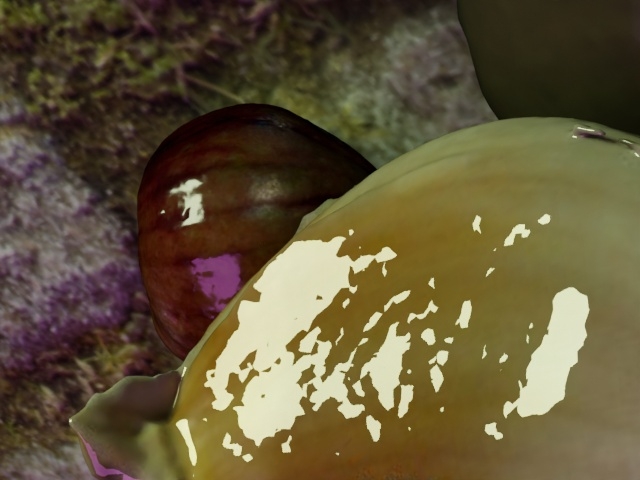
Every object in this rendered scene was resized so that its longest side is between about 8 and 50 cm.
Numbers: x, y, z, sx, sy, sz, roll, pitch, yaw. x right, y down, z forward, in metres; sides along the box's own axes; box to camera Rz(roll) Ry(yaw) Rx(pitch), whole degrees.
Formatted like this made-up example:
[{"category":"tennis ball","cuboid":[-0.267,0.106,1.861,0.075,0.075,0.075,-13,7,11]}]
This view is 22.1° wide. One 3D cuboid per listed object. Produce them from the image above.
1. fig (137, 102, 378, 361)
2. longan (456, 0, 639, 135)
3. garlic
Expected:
[{"category":"fig","cuboid":[-0.024,-0.013,0.941,0.202,0.148,0.149,-37,117,12]},{"category":"longan","cuboid":[0.175,-0.128,0.697,0.248,0.248,0.248,12,134,13]},{"category":"garlic","cuboid":[0.090,0.093,0.662,0.313,0.249,0.286,-9,111,23]}]
